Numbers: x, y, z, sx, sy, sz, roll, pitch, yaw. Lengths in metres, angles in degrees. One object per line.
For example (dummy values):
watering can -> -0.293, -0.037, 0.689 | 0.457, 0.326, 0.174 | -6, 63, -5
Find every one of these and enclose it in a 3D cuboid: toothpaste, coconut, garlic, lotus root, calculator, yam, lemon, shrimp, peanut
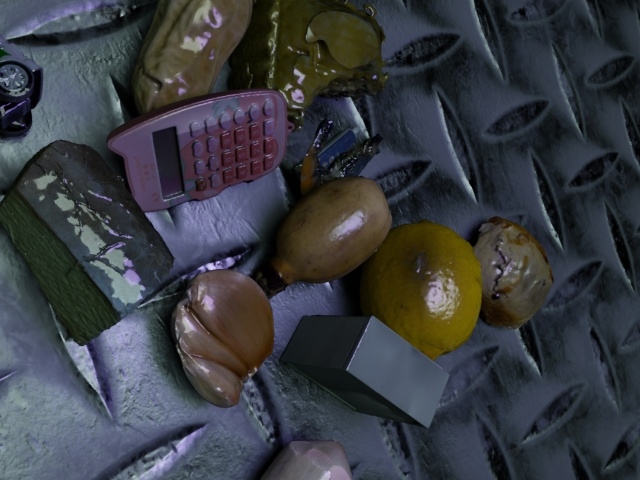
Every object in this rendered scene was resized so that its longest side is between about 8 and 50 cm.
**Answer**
toothpaste -> 0.019, -0.184, 1.375 | 0.197, 0.035, 0.057 | -43, 119, -26
coconut -> -0.016, 0.455, 1.214 | 0.183, 0.171, 0.171 | -43, 109, -26
garlic -> -0.183, 0.154, 1.169 | 0.217, 0.110, 0.228 | -49, 122, -39
lotus root -> 0.000, 0.000, 1.262 | 0.310, 0.183, 0.182 | -37, 106, -12
calculator -> -0.197, -0.160, 1.134 | 0.330, 0.220, 0.048 | -18, 51, -20
yam -> -0.368, -0.011, 1.017 | 0.271, 0.202, 0.201 | 52, 39, -17
lemon -> 0.205, 0.102, 1.340 | 0.261, 0.260, 0.283 | -11, 77, -34
shrimp -> 0.050, -0.188, 1.325 | 0.262, 0.051, 0.198 | -40, 150, -26
peanut -> -0.226, -0.348, 1.144 | 0.158, 0.174, 0.340 | 26, 86, -42

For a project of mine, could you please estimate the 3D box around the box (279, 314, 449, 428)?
box -> 0.083, 0.243, 1.261 | 0.225, 0.225, 0.117 | 39, 66, -25

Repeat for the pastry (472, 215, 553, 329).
pastry -> 0.470, 0.076, 1.569 | 0.256, 0.170, 0.236 | 46, 66, -27

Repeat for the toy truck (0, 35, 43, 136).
toy truck -> -0.571, -0.166, 0.907 | 0.363, 0.176, 0.178 | -43, 96, -28

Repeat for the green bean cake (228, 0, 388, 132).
green bean cake -> -0.007, -0.344, 1.276 | 0.310, 0.202, 0.284 | 4, 85, -33
